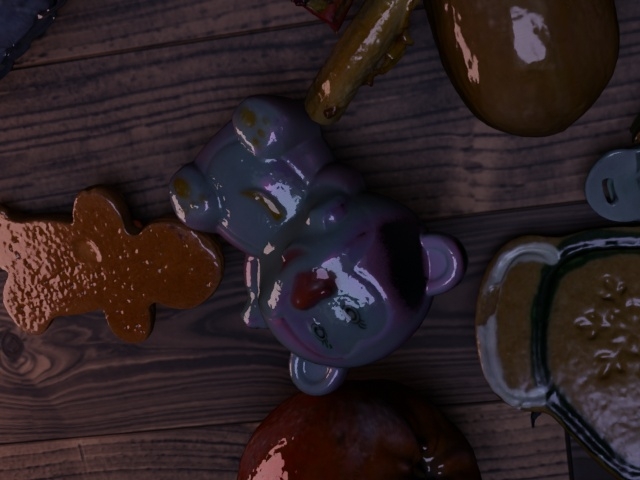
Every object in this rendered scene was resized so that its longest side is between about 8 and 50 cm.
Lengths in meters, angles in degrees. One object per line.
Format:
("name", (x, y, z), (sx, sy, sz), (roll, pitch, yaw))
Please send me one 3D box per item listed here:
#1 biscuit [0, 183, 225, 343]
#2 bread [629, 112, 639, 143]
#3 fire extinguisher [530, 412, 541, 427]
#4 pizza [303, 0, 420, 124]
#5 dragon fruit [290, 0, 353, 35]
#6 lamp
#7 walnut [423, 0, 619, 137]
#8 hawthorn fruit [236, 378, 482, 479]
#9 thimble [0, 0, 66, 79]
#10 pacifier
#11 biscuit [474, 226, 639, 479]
("biscuit", (-0.260, 0.029, 1.351), (0.323, 0.049, 0.206), (-6, 112, 24))
("bread", (0.406, -0.149, 1.199), (0.084, 0.074, 0.139), (30, 110, -1))
("fire extinguisher", (0.376, 0.160, 1.303), (0.268, 0.105, 0.105), (-13, 108, 12))
("pizza", (0.054, -0.201, 1.180), (0.062, 0.161, 0.182), (36, 106, 2))
("dragon fruit", (0.005, -0.320, 1.135), (0.126, 0.274, 0.161), (23, 108, -45))
("lamp", (0.000, 0.000, 1.246), (0.247, 0.247, 0.301), (-44, 78, 16))
("walnut", (0.203, -0.252, 1.125), (0.203, 0.203, 0.298), (-8, 106, 11))
("hawthorn fruit", (0.045, 0.282, 1.309), (0.284, 0.284, 0.284), (3, 111, 7))
("thimble", (-0.397, -0.246, 1.200), (0.172, 0.205, 0.236), (44, 109, -11))
("pacifier", (0.372, -0.050, 1.223), (0.150, 0.117, 0.127), (-13, 132, 8))
("biscuit", (0.343, 0.126, 1.243), (0.343, 0.057, 0.288), (3, 81, 15))
